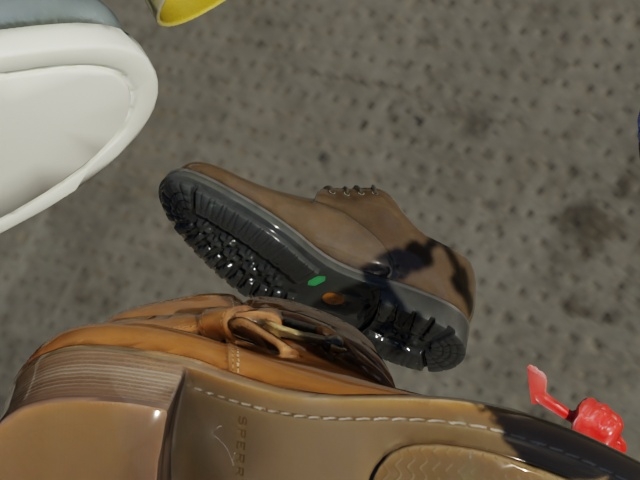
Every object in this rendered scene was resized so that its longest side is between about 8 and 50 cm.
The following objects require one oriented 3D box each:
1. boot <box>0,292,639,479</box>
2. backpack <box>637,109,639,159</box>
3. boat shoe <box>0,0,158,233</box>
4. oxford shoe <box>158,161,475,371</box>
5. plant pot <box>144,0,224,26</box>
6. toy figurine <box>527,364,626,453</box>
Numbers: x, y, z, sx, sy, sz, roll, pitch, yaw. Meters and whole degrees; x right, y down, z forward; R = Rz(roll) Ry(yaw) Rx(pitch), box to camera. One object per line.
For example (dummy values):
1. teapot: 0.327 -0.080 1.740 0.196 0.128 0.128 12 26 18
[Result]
1. boot: 0.013 0.056 0.491 0.197 0.152 0.073 15 99 1
2. backpack: 0.143 -0.045 0.245 0.158 0.173 0.117 -39 79 -21
3. boat shoe: -0.211 -0.034 0.524 0.319 0.116 0.099 -16 63 -3
4. oxford shoe: 0.000 0.000 1.180 0.083 0.227 0.096 -46 21 53
5. plant pot: -0.080 -0.218 1.153 0.134 0.134 0.095 -39 85 17
6. toy figurine: 0.295 0.048 0.742 0.362 0.217 0.191 -30 87 34
